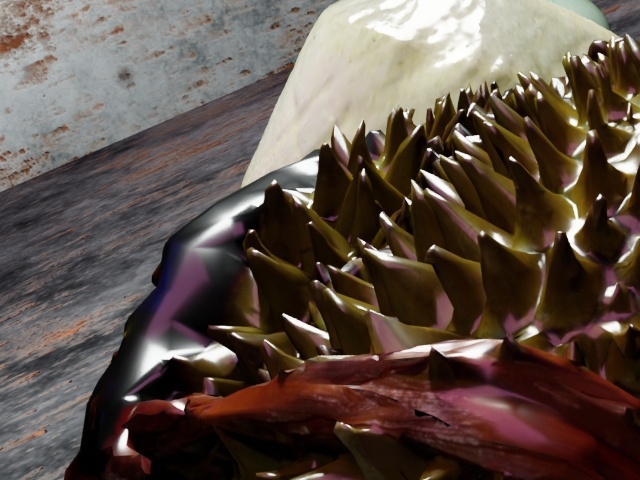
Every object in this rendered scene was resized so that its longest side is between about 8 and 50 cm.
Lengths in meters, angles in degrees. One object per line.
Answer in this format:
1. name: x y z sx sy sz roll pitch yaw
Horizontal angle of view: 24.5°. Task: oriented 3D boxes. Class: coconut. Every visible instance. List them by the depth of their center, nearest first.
1. coconut: 0.098 -0.034 1.107 0.328 0.329 0.329 -20 14 5

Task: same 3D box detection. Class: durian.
1. durian: 0.080 0.099 0.494 0.347 0.347 0.384 -5 61 49

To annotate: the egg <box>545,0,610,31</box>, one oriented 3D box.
1. egg: 0.243 -0.225 1.795 0.231 0.168 0.168 -18 14 -4
